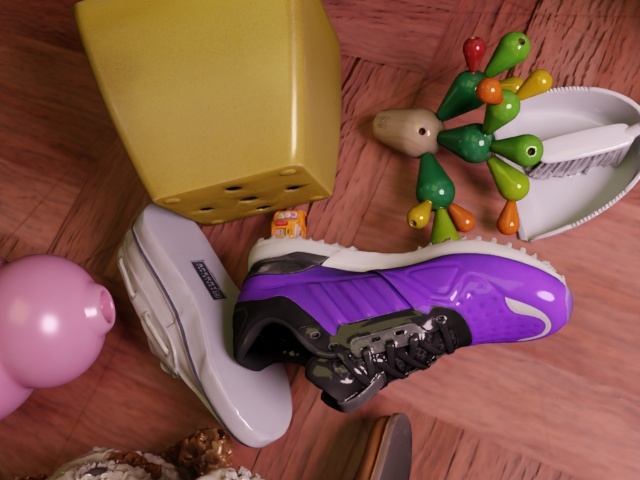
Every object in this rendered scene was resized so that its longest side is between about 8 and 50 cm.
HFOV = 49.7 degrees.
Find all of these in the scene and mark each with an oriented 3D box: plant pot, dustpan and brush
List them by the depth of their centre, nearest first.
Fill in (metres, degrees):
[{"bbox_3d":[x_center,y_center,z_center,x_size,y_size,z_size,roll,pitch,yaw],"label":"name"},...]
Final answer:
[{"bbox_3d":[0.273,-0.094,0.634,0.211,0.060,0.147,-14,67,11],"label":"dustpan and brush"},{"bbox_3d":[-0.085,-0.128,0.679,0.212,0.212,0.187,-13,78,11],"label":"plant pot"}]

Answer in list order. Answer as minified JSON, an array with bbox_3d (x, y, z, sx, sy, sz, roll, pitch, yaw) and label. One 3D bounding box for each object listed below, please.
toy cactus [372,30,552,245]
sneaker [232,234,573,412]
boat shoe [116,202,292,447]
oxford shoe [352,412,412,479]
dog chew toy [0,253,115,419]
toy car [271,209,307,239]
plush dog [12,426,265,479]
[{"bbox_3d":[0.119,-0.092,0.652,0.180,0.112,0.219,21,105,43],"label":"toy cactus"},{"bbox_3d":[0.056,0.081,0.584,0.293,0.102,0.146,1,47,21],"label":"sneaker"},{"bbox_3d":[-0.123,0.088,0.664,0.088,0.096,0.267,-46,68,26],"label":"boat shoe"},{"bbox_3d":[0.019,0.240,0.575,0.076,0.076,0.212,12,72,33],"label":"oxford shoe"},{"bbox_3d":[-0.366,0.100,0.673,0.332,0.206,0.207,-12,67,2],"label":"dog chew toy"},{"bbox_3d":[0.000,0.000,0.686,0.122,0.040,0.060,14,74,21],"label":"toy car"},{"bbox_3d":[-0.168,0.257,0.561,0.262,0.211,0.225,-8,24,-12],"label":"plush dog"}]
